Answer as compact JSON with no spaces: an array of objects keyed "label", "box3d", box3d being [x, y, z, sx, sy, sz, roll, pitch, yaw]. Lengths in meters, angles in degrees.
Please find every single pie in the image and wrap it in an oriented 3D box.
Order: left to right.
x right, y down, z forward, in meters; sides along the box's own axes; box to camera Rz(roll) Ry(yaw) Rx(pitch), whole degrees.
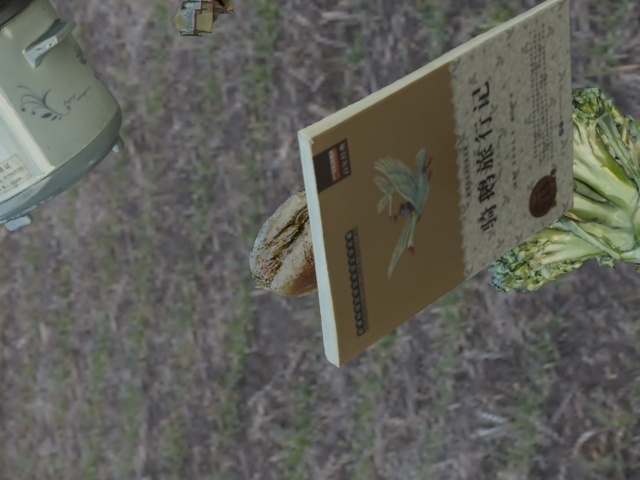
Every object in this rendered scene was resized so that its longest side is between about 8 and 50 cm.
[{"label":"pie","box3d":[0.000,0.000,1.721,0.079,0.163,0.193,49,125,27]}]

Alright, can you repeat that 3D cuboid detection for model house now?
[{"label":"model house","box3d":[-0.127,-0.258,1.469,0.058,0.057,0.083,13,102,51]}]

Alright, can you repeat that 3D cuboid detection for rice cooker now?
[{"label":"rice cooker","box3d":[-0.398,-0.182,1.654,0.316,0.264,0.317,12,129,15]}]

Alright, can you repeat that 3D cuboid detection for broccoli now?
[{"label":"broccoli","box3d":[0.316,-0.006,1.322,0.361,0.252,0.221,31,99,61]}]

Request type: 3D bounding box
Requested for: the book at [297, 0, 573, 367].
[{"label":"book","box3d":[0.109,-0.054,1.152,0.021,0.310,0.217,26,135,40]}]
